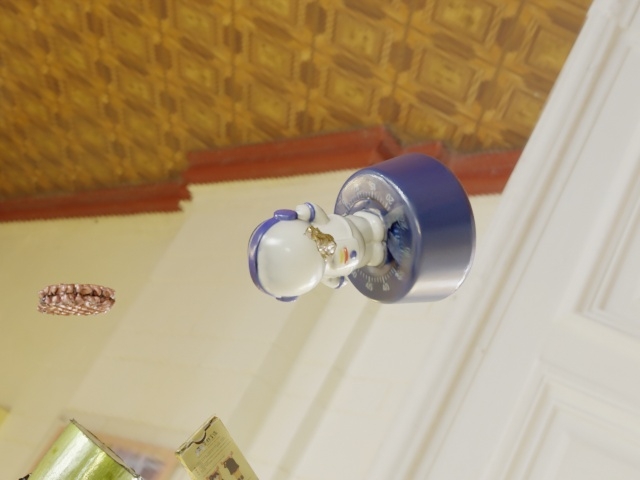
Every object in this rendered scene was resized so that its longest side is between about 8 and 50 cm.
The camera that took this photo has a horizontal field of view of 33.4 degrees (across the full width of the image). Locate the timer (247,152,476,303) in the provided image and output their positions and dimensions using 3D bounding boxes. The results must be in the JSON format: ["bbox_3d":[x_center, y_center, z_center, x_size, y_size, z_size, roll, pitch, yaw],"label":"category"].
[{"bbox_3d":[0.043,0.002,1.812,0.270,0.384,0.270,19,113,51],"label":"timer"}]

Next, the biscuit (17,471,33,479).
[{"bbox_3d":[-0.391,0.403,1.576,0.195,0.194,0.053,15,123,29],"label":"biscuit"}]

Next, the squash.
[{"bbox_3d":[-0.311,0.325,1.298,0.123,0.186,0.123,33,168,8],"label":"squash"}]

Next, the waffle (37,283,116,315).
[{"bbox_3d":[-0.257,0.064,1.132,0.083,0.029,0.075,7,164,-27],"label":"waffle"}]

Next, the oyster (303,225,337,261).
[{"bbox_3d":[0.002,0.002,1.491,0.051,0.034,0.093,48,-178,-17],"label":"oyster"}]

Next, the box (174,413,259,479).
[{"bbox_3d":[-0.127,0.298,1.366,0.020,0.073,0.149,7,132,51],"label":"box"}]
